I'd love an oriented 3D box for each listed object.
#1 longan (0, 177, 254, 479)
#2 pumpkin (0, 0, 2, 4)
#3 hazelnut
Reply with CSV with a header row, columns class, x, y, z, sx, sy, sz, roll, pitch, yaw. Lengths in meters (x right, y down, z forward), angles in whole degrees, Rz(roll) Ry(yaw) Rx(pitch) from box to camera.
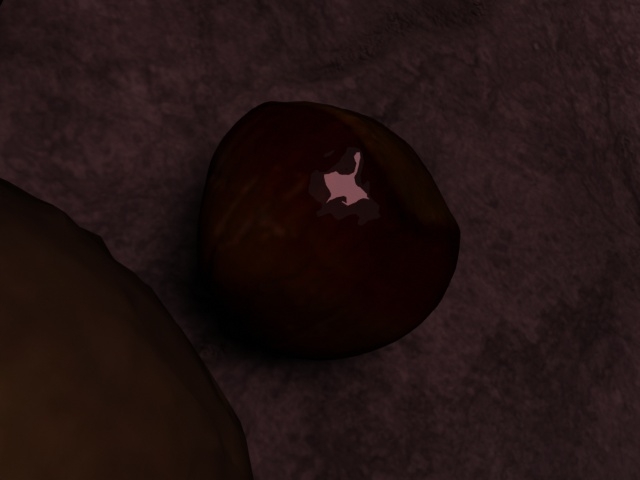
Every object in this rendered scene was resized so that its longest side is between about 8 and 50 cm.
class,x,y,z,sx,sy,sz,roll,pitch,yaw
longan,-0.231,0.164,0.568,0.404,0.436,0.404,29,18,-10
pumpkin,-0.344,-0.230,0.871,0.202,0.140,0.202,4,73,-14
hazelnut,0.000,0.000,0.923,0.229,0.229,0.229,13,61,-24
